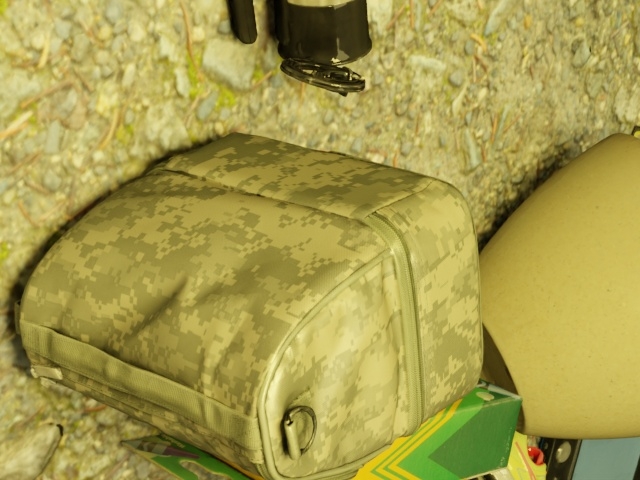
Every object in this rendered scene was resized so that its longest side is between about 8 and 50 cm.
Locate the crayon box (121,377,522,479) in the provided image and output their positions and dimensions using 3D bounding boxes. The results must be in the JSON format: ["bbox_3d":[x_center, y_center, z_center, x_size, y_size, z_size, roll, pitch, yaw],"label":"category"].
[{"bbox_3d":[0.008,0.164,1.350,0.323,0.203,0.083,-6,112,-46],"label":"crayon box"}]

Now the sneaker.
[{"bbox_3d":[0.246,0.300,1.773,0.094,0.081,0.208,-49,137,-23],"label":"sneaker"}]

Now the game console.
[{"bbox_3d":[0.429,0.274,1.889,0.293,0.173,0.250,-3,109,-47],"label":"game console"}]

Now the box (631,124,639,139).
[{"bbox_3d":[0.385,-0.027,1.804,0.114,0.036,0.207,23,90,-50],"label":"box"}]

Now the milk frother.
[{"bbox_3d":[0.002,-0.205,1.215,0.129,0.143,0.134,-25,128,-30],"label":"milk frother"}]

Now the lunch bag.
[{"bbox_3d":[-0.060,0.060,1.158,0.256,0.305,0.212,-27,124,-41],"label":"lunch bag"}]

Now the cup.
[{"bbox_3d":[0.282,0.082,1.570,0.237,0.331,0.331,-25,129,-7],"label":"cup"}]
